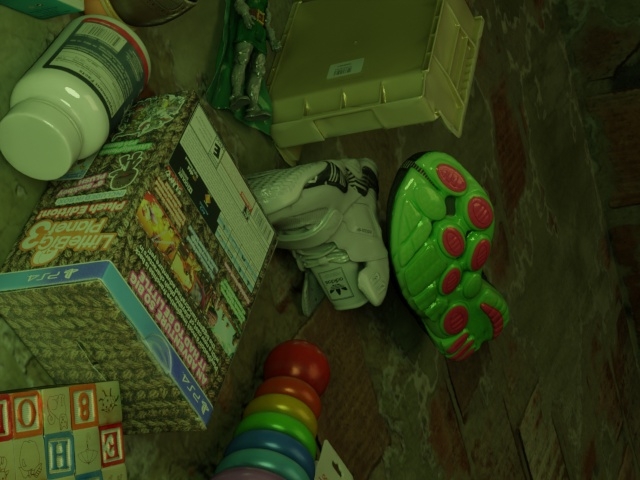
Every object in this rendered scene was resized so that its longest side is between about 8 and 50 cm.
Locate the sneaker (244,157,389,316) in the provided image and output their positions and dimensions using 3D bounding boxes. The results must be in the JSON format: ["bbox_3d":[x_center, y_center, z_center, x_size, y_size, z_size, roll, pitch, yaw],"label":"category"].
[{"bbox_3d":[0.000,0.000,1.802,0.366,0.137,0.210,-13,93,-67],"label":"sneaker"}]

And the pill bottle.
[{"bbox_3d":[-0.256,-0.145,1.361,0.108,0.108,0.180,66,32,-31],"label":"pill bottle"}]

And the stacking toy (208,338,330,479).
[{"bbox_3d":[-0.054,0.248,1.654,0.330,0.141,0.141,-72,145,-48],"label":"stacking toy"}]

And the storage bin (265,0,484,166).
[{"bbox_3d":[0.074,-0.241,1.872,0.123,0.262,0.260,56,37,-41],"label":"storage bin"}]

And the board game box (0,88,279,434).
[{"bbox_3d":[-0.187,0.024,1.417,0.232,0.141,0.291,61,34,-36],"label":"board game box"}]

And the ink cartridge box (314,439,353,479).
[{"bbox_3d":[-0.019,0.367,1.759,0.104,0.060,0.180,59,35,-38],"label":"ink cartridge box"}]

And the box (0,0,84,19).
[{"bbox_3d":[-0.330,-0.299,1.303,0.244,0.060,0.100,14,71,-62],"label":"box"}]

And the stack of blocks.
[{"bbox_3d":[-0.297,0.225,1.207,0.297,0.087,0.171,4,80,-63],"label":"stack of blocks"}]

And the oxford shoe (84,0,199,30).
[{"bbox_3d":[-0.236,-0.405,1.436,0.363,0.133,0.130,67,31,-28],"label":"oxford shoe"}]

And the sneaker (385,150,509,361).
[{"bbox_3d":[0.165,0.020,2.062,0.185,0.202,0.482,-36,147,-12],"label":"sneaker"}]

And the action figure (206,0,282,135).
[{"bbox_3d":[-0.095,-0.273,1.776,0.137,0.064,0.232,34,50,-53],"label":"action figure"}]
